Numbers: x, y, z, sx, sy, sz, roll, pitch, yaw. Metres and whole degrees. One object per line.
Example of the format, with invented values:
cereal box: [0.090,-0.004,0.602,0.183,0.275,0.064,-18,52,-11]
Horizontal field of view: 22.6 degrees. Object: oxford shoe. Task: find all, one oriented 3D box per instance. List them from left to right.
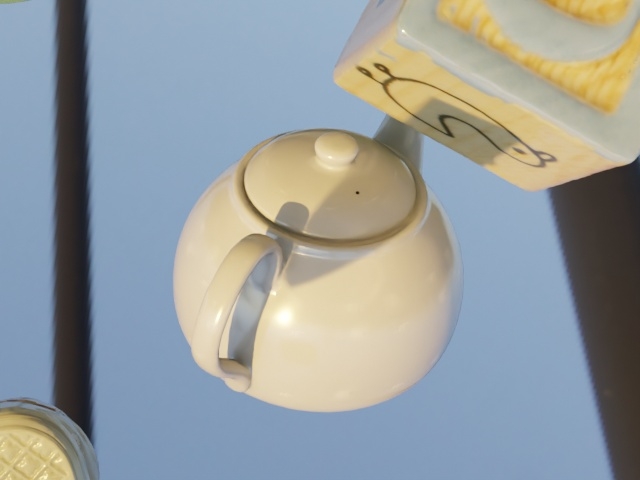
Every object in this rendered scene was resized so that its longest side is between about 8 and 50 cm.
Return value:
oxford shoe: [-0.272,0.343,1.549,0.169,0.449,0.130,-3,-157,-6]

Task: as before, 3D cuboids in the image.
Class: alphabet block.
alphabet block: [0.146,-0.165,1.131,0.192,0.193,0.197,30,171,-7]

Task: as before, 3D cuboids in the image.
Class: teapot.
teapot: [0.000,0.000,1.263,0.253,0.187,0.256,-6,-137,-14]

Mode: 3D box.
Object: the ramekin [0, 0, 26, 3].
ramekin: [-0.236,-0.323,1.062,0.303,0.303,0.148,27,-179,20]
